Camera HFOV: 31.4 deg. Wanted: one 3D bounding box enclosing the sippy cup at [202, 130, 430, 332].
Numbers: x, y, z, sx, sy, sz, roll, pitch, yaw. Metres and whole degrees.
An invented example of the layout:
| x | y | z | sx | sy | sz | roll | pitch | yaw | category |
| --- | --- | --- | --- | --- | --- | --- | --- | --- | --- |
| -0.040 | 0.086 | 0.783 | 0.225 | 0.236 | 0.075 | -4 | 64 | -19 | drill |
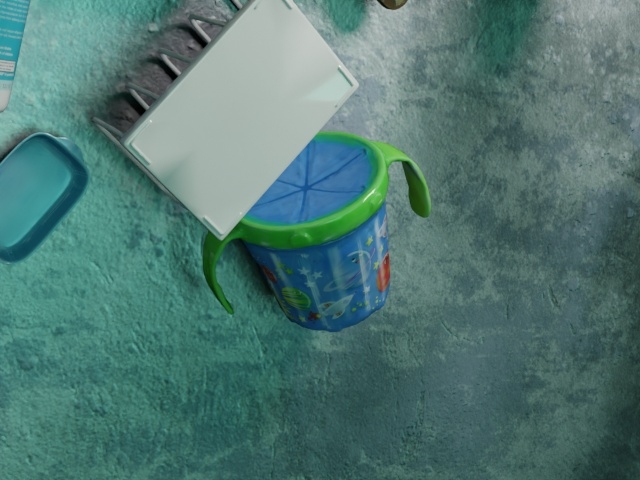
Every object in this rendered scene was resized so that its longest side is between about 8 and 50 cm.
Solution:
| x | y | z | sx | sy | sz | roll | pitch | yaw | category |
| --- | --- | --- | --- | --- | --- | --- | --- | --- | --- |
| 0.000 | 0.000 | 1.620 | 0.305 | 0.240 | 0.224 | -5 | 127 | 14 | sippy cup |

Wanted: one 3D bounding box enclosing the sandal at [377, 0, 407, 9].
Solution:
| x | y | z | sx | sy | sz | roll | pitch | yaw | category |
| --- | --- | --- | --- | --- | --- | --- | --- | --- | --- |
| 0.056 | -0.426 | 1.613 | 0.090 | 0.060 | 0.219 | -47 | 108 | -15 | sandal |

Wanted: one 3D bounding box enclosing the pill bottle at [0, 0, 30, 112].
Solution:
| x | y | z | sx | sy | sz | roll | pitch | yaw | category |
| --- | --- | --- | --- | --- | --- | --- | --- | --- | --- |
| -0.408 | -0.287 | 1.313 | 0.146 | 0.146 | 0.264 | 9 | 100 | -33 | pill bottle |

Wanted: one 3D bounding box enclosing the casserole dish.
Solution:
| x | y | z | sx | sy | sz | roll | pitch | yaw | category |
| --- | --- | --- | --- | --- | --- | --- | --- | --- | --- |
| -0.383 | -0.057 | 1.466 | 0.188 | 0.037 | 0.114 | -51 | 123 | -9 | casserole dish |

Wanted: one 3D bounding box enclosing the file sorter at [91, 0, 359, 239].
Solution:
| x | y | z | sx | sy | sz | roll | pitch | yaw | category |
| --- | --- | --- | --- | --- | --- | --- | --- | --- | --- |
| -0.134 | -0.182 | 1.497 | 0.278 | 0.173 | 0.193 | -49 | 124 | -9 | file sorter |
